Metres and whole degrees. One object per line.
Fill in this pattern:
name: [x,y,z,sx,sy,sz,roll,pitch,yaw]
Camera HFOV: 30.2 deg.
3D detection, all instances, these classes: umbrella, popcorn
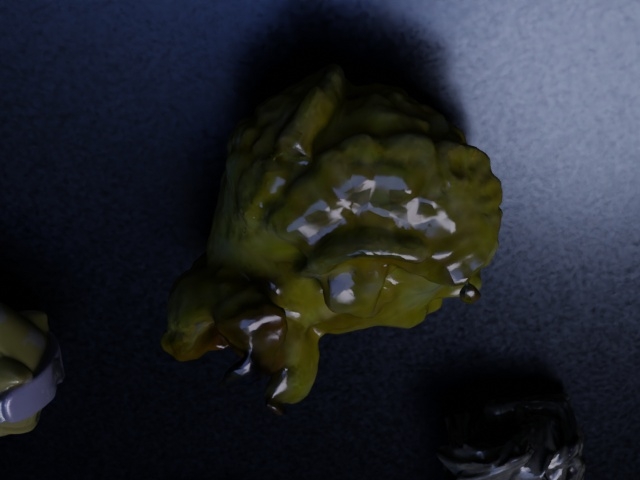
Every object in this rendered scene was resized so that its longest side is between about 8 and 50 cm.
umbrella: [0.162,0.270,0.876,0.113,0.106,0.357,-15,122,-3]
popcorn: [0.009,0.002,0.690,0.168,0.173,0.195,18,112,-37]

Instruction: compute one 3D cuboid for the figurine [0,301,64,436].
figurine: [-0.254,0.060,0.723,0.184,0.128,0.208,-4,117,-2]
